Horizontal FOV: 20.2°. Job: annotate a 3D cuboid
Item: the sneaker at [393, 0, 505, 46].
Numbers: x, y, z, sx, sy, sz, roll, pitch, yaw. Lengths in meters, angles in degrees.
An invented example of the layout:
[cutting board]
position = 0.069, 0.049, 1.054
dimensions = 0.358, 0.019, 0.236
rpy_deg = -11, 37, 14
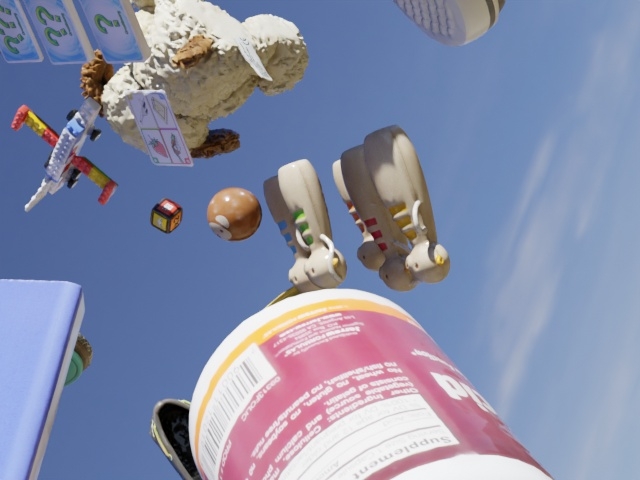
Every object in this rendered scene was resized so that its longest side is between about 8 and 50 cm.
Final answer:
[sneaker]
position = 0.065, -0.234, 1.175
dimensions = 0.127, 0.321, 0.126
rpy_deg = -32, -57, -4

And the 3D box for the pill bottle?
[pill bottle]
position = 0.059, 0.213, 1.329
dimensions = 0.392, 0.224, 0.224
rpy_deg = -129, 49, -58

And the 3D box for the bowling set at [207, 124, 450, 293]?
[bowling set]
position = 0.000, 0.000, 1.766
dimensions = 0.287, 0.200, 0.154
rpy_deg = 142, 108, -83

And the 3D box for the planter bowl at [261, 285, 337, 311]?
[planter bowl]
position = -0.020, 0.154, 1.893
dimensions = 0.217, 0.090, 0.217
rpy_deg = -42, -27, -27

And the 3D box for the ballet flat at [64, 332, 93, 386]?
[ballet flat]
position = -0.510, 0.142, 2.272
dimensions = 0.182, 0.483, 0.164
rpy_deg = -93, -23, -44

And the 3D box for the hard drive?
[hard drive]
position = -0.324, 0.141, 1.465
dimensions = 0.318, 0.210, 0.040
rpy_deg = -83, -6, -54

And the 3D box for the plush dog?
[plush dog]
position = -0.177, -0.196, 2.237
dimensions = 0.225, 0.262, 0.210
rpy_deg = -54, 9, 36

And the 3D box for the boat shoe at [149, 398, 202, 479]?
[boat shoe]
position = -0.107, 0.266, 1.988
dimensions = 0.081, 0.228, 0.068
rpy_deg = -43, -14, -9

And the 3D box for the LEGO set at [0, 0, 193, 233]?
[LEGO set]
position = -0.208, -0.108, 1.563
dimensions = 0.060, 0.182, 0.244
rpy_deg = -46, -53, -40
